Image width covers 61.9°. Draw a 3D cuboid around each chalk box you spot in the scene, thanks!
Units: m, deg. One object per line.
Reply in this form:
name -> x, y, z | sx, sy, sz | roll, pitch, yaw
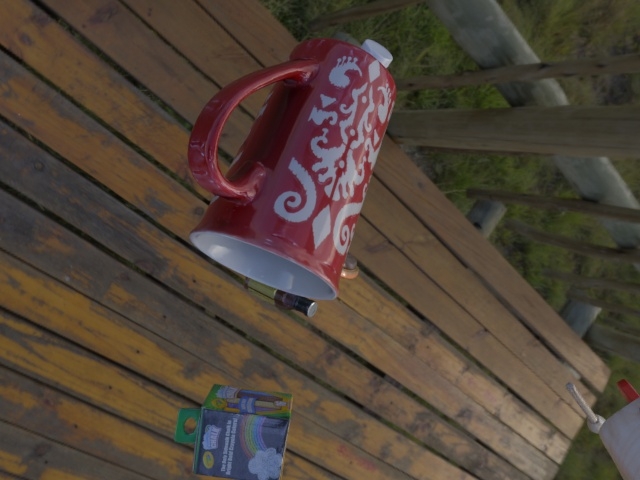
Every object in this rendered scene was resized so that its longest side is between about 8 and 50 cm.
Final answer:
chalk box -> -0.168, 0.365, 1.026 | 0.212, 0.132, 0.133 | 9, 94, -1

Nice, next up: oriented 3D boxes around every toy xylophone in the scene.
toy xylophone -> 0.438, 0.295, 0.704 | 0.081, 0.236, 0.323 | -33, 139, 11

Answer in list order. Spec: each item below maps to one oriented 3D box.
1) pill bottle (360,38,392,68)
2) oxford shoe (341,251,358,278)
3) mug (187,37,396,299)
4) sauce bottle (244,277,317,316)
pill bottle -> 0.054, -0.232, 0.787 | 0.065, 0.065, 0.116 | 12, 133, -31
oxford shoe -> 0.000, 0.000, 1.134 | 0.363, 0.129, 0.133 | 25, 78, -63
mug -> -0.011, -0.060, 0.384 | 0.113, 0.150, 0.169 | 20, 73, 7
sauce bottle -> -0.062, 0.085, 0.841 | 0.042, 0.128, 0.042 | -38, 140, -41
